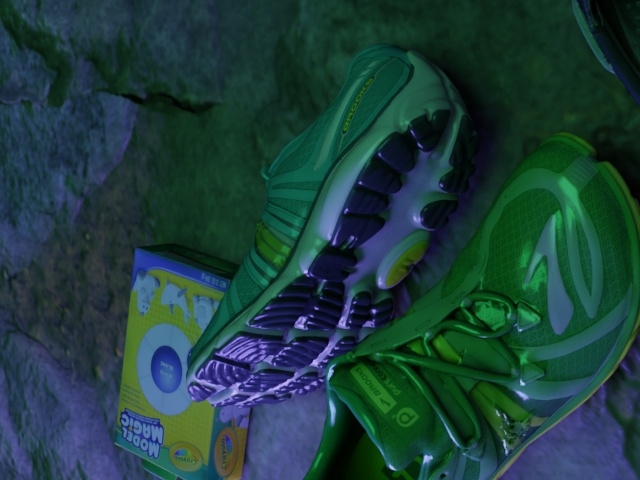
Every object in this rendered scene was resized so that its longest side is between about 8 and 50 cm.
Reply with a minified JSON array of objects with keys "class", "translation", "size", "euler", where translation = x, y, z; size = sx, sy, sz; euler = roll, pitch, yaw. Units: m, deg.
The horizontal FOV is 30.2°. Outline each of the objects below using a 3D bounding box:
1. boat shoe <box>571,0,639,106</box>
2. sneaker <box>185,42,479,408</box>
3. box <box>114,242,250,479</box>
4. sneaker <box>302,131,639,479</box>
[{"class":"boat shoe","translation":[0.174,-0.139,0.578],"size":[0.114,0.091,0.302],"euler":[-46,65,33]},{"class":"sneaker","translation":[0.000,0.000,0.755],"size":[0.275,0.107,0.110],"euler":[-55,41,24]},{"class":"box","translation":[-0.099,0.100,0.866],"size":[0.105,0.043,0.179],"euler":[16,106,39]},{"class":"sneaker","translation":[0.078,0.077,0.658],"size":[0.109,0.123,0.295],"euler":[43,119,30]}]
